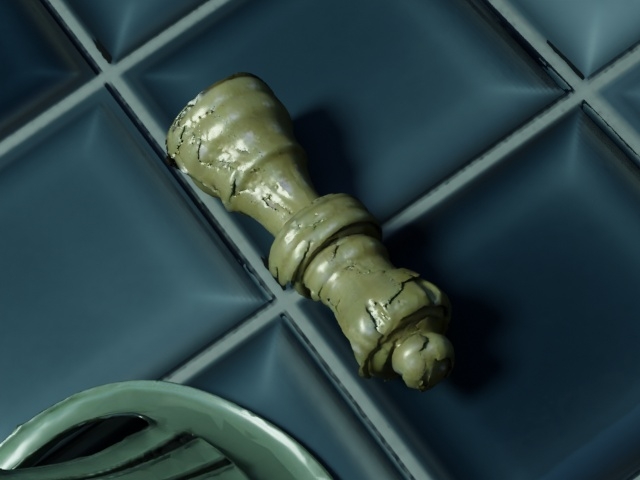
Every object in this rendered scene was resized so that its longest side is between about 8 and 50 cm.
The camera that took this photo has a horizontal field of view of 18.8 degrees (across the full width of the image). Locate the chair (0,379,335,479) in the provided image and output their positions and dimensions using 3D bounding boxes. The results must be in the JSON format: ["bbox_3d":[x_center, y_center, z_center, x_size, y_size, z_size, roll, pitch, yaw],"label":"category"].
[{"bbox_3d":[-0.127,0.143,0.718,0.190,0.275,0.203,-52,59,12],"label":"chair"}]

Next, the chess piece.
[{"bbox_3d":[0.000,0.001,0.841,0.060,0.060,0.172,-36,58,-7],"label":"chess piece"}]
